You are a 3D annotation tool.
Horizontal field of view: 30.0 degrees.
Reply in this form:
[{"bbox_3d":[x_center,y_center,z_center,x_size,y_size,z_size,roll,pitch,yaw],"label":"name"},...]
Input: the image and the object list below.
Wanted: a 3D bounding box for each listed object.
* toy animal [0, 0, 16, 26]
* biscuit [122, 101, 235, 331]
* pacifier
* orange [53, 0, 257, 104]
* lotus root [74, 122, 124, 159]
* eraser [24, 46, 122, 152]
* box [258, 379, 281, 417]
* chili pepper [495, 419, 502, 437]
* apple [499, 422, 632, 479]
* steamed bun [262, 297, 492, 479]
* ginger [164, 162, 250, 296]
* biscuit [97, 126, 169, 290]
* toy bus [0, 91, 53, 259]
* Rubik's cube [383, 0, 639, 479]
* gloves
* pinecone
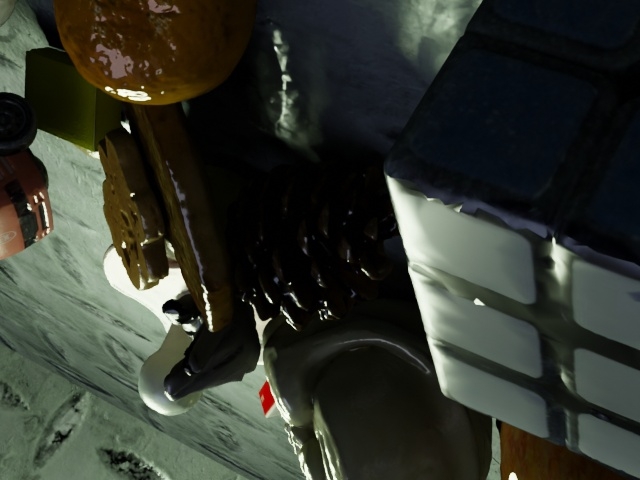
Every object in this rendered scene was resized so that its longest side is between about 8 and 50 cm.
[{"bbox_3d":[-0.373,-0.308,1.105,0.249,0.174,0.289,10,149,44],"label":"toy animal"},{"bbox_3d":[-0.157,-0.078,1.251,0.359,0.046,0.359,160,90,-78],"label":"biscuit"},{"bbox_3d":[-0.177,0.109,1.722,0.332,0.273,0.220,49,172,-39],"label":"pacifier"},{"bbox_3d":[-0.142,-0.205,1.031,0.177,0.177,0.155,37,-177,-14],"label":"orange"},{"bbox_3d":[-0.292,-0.143,1.514,0.150,0.062,0.073,43,155,-13],"label":"lotus root"},{"bbox_3d":[-0.297,-0.170,1.426,0.122,0.045,0.097,21,119,29],"label":"eraser"},{"bbox_3d":[-0.023,0.231,1.918,0.123,0.050,0.229,-11,164,-13],"label":"box"},{"bbox_3d":[0.348,0.245,1.480,0.264,0.116,0.148,8,138,44],"label":"chili pepper"},{"bbox_3d":[0.363,0.240,1.114,0.400,0.333,0.400,26,159,11],"label":"apple"},{"bbox_3d":[0.087,0.216,1.513,0.368,0.255,0.342,-85,-30,-85],"label":"steamed bun"},{"bbox_3d":[-0.105,0.001,1.502,0.275,0.130,0.221,27,169,26],"label":"ginger"},{"bbox_3d":[-0.214,-0.027,1.379,0.249,0.035,0.184,113,136,-63],"label":"biscuit"},{"bbox_3d":[-0.503,-0.158,1.413,0.427,0.233,0.203,53,161,12],"label":"toy bus"},{"bbox_3d":[0.248,-0.031,0.719,0.301,0.305,0.304,23,156,24],"label":"Rubik's cube"},{"bbox_3d":[-0.137,0.113,1.486,0.142,0.119,0.285,53,-164,-8],"label":"gloves"},{"bbox_3d":[-0.001,0.000,1.285,0.204,0.179,0.184,-13,-179,11],"label":"pinecone"}]
